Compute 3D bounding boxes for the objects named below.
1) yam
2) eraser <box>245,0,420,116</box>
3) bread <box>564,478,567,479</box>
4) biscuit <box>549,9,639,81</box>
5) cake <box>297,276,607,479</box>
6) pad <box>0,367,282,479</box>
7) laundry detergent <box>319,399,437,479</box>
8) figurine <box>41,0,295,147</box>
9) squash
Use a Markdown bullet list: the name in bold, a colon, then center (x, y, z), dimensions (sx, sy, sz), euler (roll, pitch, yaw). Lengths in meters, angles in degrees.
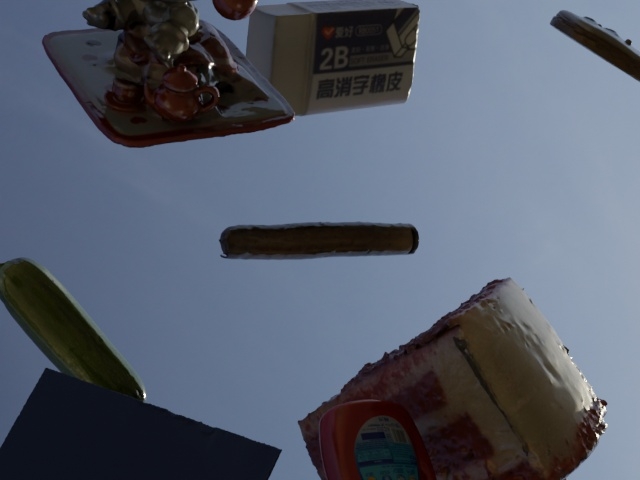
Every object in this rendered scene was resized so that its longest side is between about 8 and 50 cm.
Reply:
- **yam**: center (0.000, 0.000, 1.306), dimensions (0.263, 0.046, 0.046), euler (0, -99, -28)
- **eraser**: center (0.013, -0.213, 1.268), dimensions (0.210, 0.068, 0.125), euler (-12, -59, -36)
- **bread**: center (0.190, 0.217, 1.155), dimensions (0.107, 0.136, 0.241), euler (11, -119, -8)
- **biscuit**: center (0.462, -0.315, 1.760), dimensions (0.208, 0.181, 0.049), euler (18, -70, -46)
- **cake**: center (0.116, 0.149, 0.960), dimensions (0.159, 0.262, 0.158), euler (-27, -97, -41)
- **pad**: center (-0.210, 0.255, 0.980), dimensions (0.007, 0.367, 0.248), euler (44, -115, -40)
- **laundry detergent**: center (0.055, 0.202, 0.815), dimensions (0.097, 0.049, 0.165), euler (7, -129, -33)
- **figurine**: center (-0.105, -0.218, 0.812), dimensions (0.160, 0.183, 0.226), euler (-11, -49, -30)
- **squash**: center (-0.291, 0.115, 1.270), dimensions (0.069, 0.069, 0.239), euler (-42, -85, -30)
